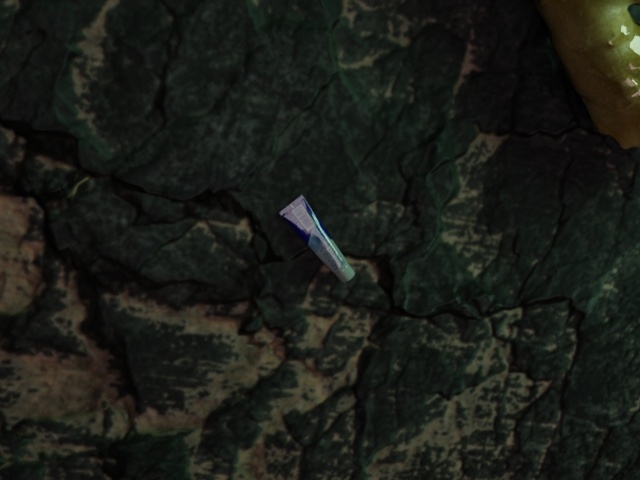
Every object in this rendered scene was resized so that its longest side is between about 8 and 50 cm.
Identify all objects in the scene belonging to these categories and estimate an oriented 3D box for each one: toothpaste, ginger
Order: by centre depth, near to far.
[{"bbox_3d":[0.216,-0.219,1.003,0.348,0.122,0.363,-6,118,-14],"label":"ginger"},{"bbox_3d":[0.000,0.000,1.062,0.024,0.015,0.083,-39,112,1],"label":"toothpaste"}]
